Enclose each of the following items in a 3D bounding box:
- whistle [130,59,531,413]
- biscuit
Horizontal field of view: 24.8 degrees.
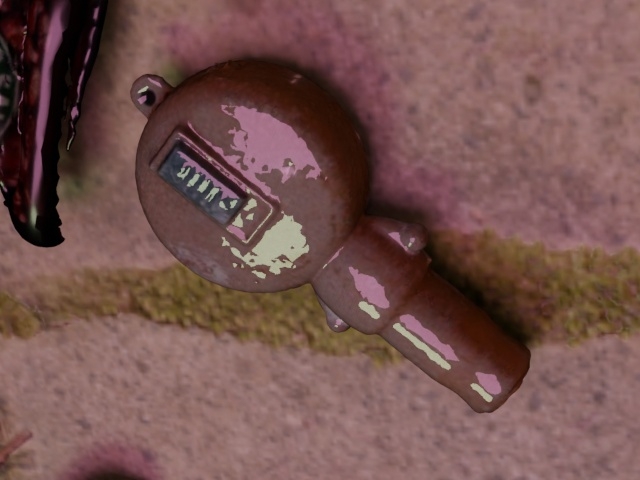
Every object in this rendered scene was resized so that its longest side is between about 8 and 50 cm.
[{"bbox_3d":[0.000,0.000,0.654,0.220,0.057,0.107,39,122,-3],"label":"whistle"},{"bbox_3d":[-0.211,-0.088,0.686,0.235,0.063,0.151,12,120,12],"label":"biscuit"}]
